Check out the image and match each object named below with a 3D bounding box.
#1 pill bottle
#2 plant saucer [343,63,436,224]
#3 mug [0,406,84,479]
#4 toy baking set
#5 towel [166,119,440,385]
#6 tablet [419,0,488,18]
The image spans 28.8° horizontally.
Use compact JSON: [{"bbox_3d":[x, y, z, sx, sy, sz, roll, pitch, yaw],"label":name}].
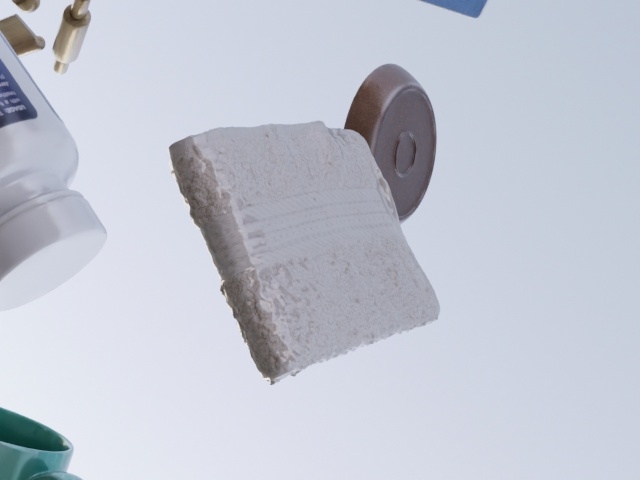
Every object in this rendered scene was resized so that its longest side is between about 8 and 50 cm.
[{"bbox_3d":[-0.181,-0.052,0.620,0.169,0.094,0.094,54,-49,12],"label":"pill bottle"},{"bbox_3d":[0.072,-0.085,1.198,0.029,0.168,0.168,9,-72,30],"label":"plant saucer"},{"bbox_3d":[-0.234,0.165,0.814,0.158,0.129,0.097,16,-95,62],"label":"mug"},{"bbox_3d":[-0.329,-0.263,1.298,0.197,0.030,0.256,29,-28,-13],"label":"toy baking set"},{"bbox_3d":[0.000,0.000,0.971,0.049,0.282,0.187,-27,-97,27],"label":"towel"},{"bbox_3d":[0.085,-0.190,0.878,0.006,0.083,0.054,-89,-161,-49],"label":"tablet"}]
